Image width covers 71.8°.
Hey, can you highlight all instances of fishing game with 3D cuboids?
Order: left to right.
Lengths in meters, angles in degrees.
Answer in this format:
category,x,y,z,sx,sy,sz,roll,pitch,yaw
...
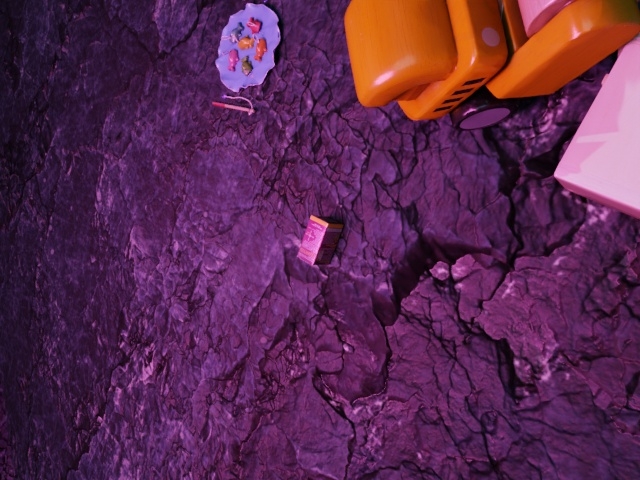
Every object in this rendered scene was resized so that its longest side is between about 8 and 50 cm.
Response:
category,x,y,z,sx,sy,sz,roll,pitch,yaw
fishing game,-0.161,-0.407,0.930,0.189,0.041,0.264,22,102,34

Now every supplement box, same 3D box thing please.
category,x,y,z,sx,sy,sz,roll,pitch,yaw
supplement box,0.000,0.000,0.814,0.043,0.055,0.083,28,104,32

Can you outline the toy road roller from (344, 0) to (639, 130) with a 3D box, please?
category,x,y,z,sx,sy,sz,roll,pitch,yaw
toy road roller,0.173,-0.268,0.539,0.329,0.240,0.203,147,113,-73

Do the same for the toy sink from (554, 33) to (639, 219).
category,x,y,z,sx,sy,sz,roll,pitch,yaw
toy sink,0.387,-0.150,0.503,0.131,0.152,0.234,32,108,29
